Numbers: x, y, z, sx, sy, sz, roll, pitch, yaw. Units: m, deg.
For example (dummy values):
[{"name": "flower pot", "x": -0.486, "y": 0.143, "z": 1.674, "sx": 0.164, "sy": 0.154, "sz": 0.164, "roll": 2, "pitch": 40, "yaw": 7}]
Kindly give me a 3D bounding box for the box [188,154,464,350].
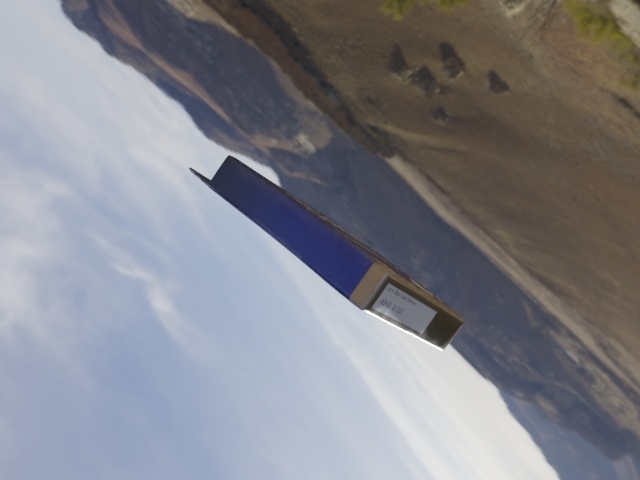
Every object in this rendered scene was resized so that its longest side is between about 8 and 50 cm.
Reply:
[{"name": "box", "x": 0.000, "y": 0.000, "z": 0.595, "sx": 0.225, "sy": 0.036, "sz": 0.136, "roll": 36, "pitch": -177, "yaw": 37}]
